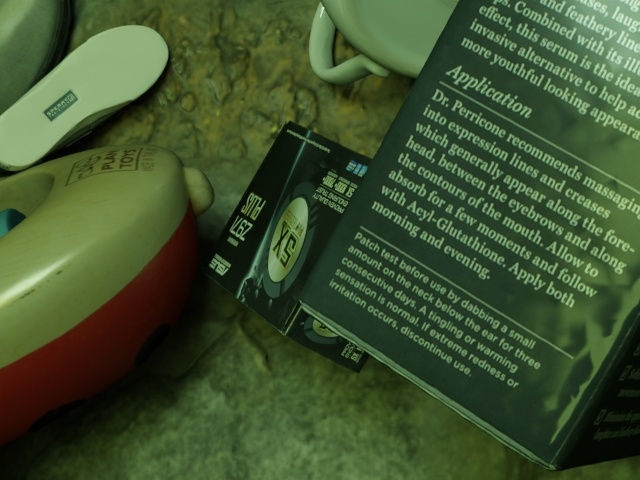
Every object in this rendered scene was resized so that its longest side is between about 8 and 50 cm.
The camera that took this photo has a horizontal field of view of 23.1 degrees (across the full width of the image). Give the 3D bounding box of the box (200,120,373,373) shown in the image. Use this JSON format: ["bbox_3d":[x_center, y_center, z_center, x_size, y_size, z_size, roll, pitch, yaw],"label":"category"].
[{"bbox_3d":[0.000,0.000,1.239,0.147,0.077,0.180,-60,29,2],"label":"box"}]

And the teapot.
[{"bbox_3d":[0.095,-0.258,1.247,0.256,0.253,0.187,-17,37,-2],"label":"teapot"}]

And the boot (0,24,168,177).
[{"bbox_3d":[-0.226,-0.126,1.409,0.190,0.086,0.069,-36,97,-20],"label":"boot"}]

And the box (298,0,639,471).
[{"bbox_3d":[0.211,-0.067,1.075,0.212,0.293,0.396,32,99,24],"label":"box"}]

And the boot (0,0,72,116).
[{"bbox_3d":[-0.377,-0.137,1.386,0.118,0.222,0.338,37,94,25],"label":"boot"}]

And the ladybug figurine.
[{"bbox_3d":[-0.281,0.069,1.295,0.449,0.305,0.162,-25,110,10],"label":"ladybug figurine"}]
